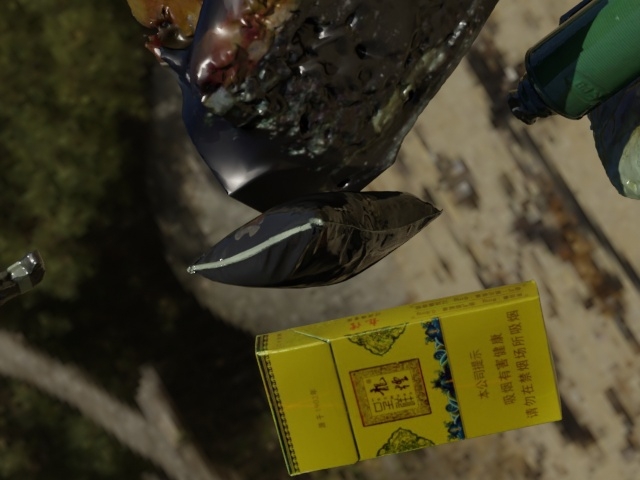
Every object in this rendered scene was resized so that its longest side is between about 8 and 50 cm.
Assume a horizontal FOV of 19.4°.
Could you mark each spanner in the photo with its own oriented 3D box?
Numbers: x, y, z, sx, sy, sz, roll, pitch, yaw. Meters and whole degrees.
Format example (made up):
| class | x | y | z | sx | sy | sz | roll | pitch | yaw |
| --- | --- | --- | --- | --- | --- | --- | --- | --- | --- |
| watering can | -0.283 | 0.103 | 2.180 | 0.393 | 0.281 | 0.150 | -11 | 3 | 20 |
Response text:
| class | x | y | z | sx | sy | sz | roll | pitch | yaw |
| --- | --- | --- | --- | --- | --- | --- | --- | --- | --- |
| spanner | -0.380 | 0.112 | 1.808 | 0.024 | 0.316 | 0.087 | 53 | -157 | 10 |

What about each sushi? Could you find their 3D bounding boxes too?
| class | x | y | z | sx | sy | sz | roll | pitch | yaw |
| --- | --- | --- | --- | --- | --- | --- | --- | --- | --- |
| sushi | -0.019 | -0.176 | 1.287 | 0.212 | 0.227 | 0.215 | 26 | -148 | -46 |

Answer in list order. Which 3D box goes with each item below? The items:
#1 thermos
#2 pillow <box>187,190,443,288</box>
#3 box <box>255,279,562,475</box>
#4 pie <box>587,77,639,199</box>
| class | x | y | z | sx | sy | sz | roll | pitch | yaw |
| --- | --- | --- | --- | --- | --- | --- | --- | --- | --- |
| thermos | 0.215 | -0.153 | 1.406 | 0.073 | 0.188 | 0.083 | -13 | -110 | -53 |
| pillow | 0.000 | 0.001 | 1.087 | 0.150 | 0.090 | 0.048 | -6 | -118 | -59 |
| box | 0.088 | 0.134 | 1.831 | 0.041 | 0.279 | 0.153 | -96 | -8 | -58 |
| pie | 0.287 | -0.171 | 1.531 | 0.306 | 0.071 | 0.306 | -168 | 90 | -78 |
